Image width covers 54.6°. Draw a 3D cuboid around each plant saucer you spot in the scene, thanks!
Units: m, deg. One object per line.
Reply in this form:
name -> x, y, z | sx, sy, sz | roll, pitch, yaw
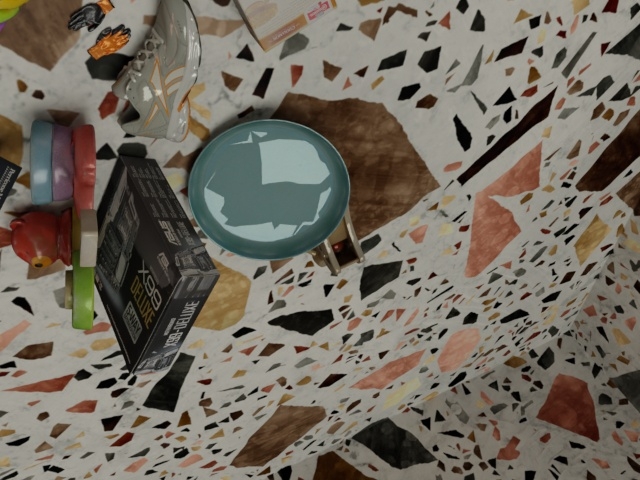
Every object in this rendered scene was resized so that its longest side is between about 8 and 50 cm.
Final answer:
plant saucer -> -0.101, -0.100, 1.232 | 0.318, 0.043, 0.317 | -4, 125, -6

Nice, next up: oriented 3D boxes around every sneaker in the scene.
sneaker -> -0.261, -0.262, 0.967 | 0.121, 0.099, 0.262 | -5, 135, -26

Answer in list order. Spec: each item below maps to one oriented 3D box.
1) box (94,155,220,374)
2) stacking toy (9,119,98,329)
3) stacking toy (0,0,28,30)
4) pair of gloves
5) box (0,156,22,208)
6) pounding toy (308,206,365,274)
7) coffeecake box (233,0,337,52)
box -> -0.311, 0.039, 1.093 | 0.076, 0.307, 0.242 | 1, 133, -42
stacking toy -> -0.429, -0.018, 0.982 | 0.130, 0.279, 0.309 | 0, 135, -22
stacking toy -> -0.427, -0.312, 0.757 | 0.175, 0.165, 0.302 | -7, 150, -48
pair of gloves -> -0.328, -0.314, 0.925 | 0.074, 0.010, 0.083 | -32, 143, -1
box -> -0.582, -0.036, 0.878 | 0.184, 0.103, 0.261 | 37, 73, -55
pounding toy -> 0.000, 0.000, 1.409 | 0.155, 0.154, 0.269 | -25, 143, -11
coffeecake box -> -0.073, -0.409, 0.955 | 0.142, 0.068, 0.185 | -32, 144, -1
